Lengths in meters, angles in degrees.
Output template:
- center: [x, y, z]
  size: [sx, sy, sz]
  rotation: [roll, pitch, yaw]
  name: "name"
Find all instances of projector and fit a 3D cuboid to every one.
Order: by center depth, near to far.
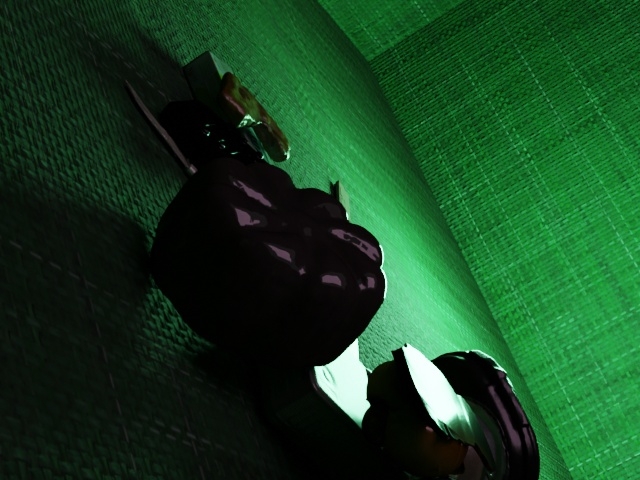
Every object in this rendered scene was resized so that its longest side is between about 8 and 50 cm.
- center: [0.011, 0.230, 1.560]
  size: [0.257, 0.099, 0.192]
  rotation: [49, 18, -35]
  name: "projector"

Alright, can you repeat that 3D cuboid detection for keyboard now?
- center: [0.049, -0.085, 2.535]
  size: [0.055, 0.017, 0.166]
  rotation: [58, 13, -23]
  name: "keyboard"

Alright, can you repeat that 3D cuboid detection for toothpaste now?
- center: [-0.147, -0.178, 1.931]
  size: [0.081, 0.067, 0.337]
  rotation: [31, 31, -57]
  name: "toothpaste"

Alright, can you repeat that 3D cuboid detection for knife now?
- center: [-0.209, -0.125, 1.700]
  size: [0.298, 0.017, 0.047]
  rotation: [51, 14, -18]
  name: "knife"

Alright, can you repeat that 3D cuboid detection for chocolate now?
- center: [0.190, 0.365, 1.825]
  size: [0.147, 0.221, 0.221]
  rotation: [0, 57, -43]
  name: "chocolate"

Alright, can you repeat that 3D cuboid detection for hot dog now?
- center: [0.137, 0.263, 1.502]
  size: [0.326, 0.107, 0.194]
  rotation: [49, 15, -44]
  name: "hot dog"

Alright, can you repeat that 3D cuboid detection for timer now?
- center: [-0.164, -0.148, 1.768]
  size: [0.187, 0.055, 0.144]
  rotation: [43, 16, 6]
  name: "timer"

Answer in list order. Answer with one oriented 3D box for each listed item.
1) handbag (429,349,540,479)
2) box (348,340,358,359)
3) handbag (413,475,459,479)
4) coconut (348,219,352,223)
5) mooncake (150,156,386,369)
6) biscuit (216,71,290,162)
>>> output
- center: [0.261, 0.341, 1.933]
  size: [0.093, 0.254, 0.308]
  rotation: [-3, 57, -36]
  name: "handbag"
- center: [-0.032, 0.082, 1.792]
  size: [0.260, 0.062, 0.175]
  rotation: [53, 15, -22]
  name: "box"
- center: [0.182, 0.463, 1.516]
  size: [0.275, 0.178, 0.302]
  rotation: [48, 8, 19]
  name: "handbag"
- center: [0.004, 0.014, 1.959]
  size: [0.116, 0.122, 0.116]
  rotation: [7, 80, -44]
  name: "coconut"
- center: [-0.062, 0.023, 1.431]
  size: [0.306, 0.154, 0.306]
  rotation: [31, 24, -15]
  name: "mooncake"
- center: [-0.110, -0.197, 1.861]
  size: [0.183, 0.039, 0.174]
  rotation: [50, 10, -20]
  name: "biscuit"
